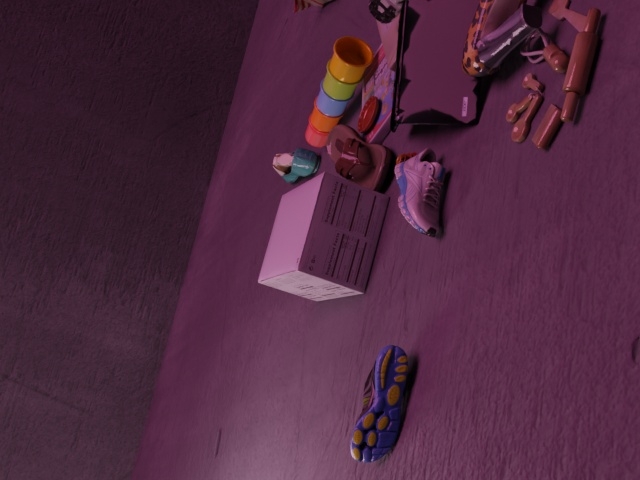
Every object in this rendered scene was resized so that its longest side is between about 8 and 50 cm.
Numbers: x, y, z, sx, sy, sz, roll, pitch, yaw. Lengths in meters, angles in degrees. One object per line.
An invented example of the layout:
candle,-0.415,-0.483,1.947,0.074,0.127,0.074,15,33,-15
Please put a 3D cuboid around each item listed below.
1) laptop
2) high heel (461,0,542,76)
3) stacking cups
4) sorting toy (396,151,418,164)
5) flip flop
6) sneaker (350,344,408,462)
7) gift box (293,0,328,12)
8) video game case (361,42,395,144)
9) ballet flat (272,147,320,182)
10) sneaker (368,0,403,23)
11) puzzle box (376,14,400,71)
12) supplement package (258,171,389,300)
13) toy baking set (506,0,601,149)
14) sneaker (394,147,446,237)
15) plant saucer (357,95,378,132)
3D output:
laptop,0.205,-0.315,1.559,0.264,0.137,0.234,-37,-48,-87
high heel,0.279,-0.395,1.383,0.186,0.093,0.261,142,140,-60
stacking cups,0.039,-0.343,2.082,0.316,0.096,0.096,114,166,-56
sorting toy,0.164,-0.135,1.584,0.061,0.042,0.102,-71,18,-1
flip flop,0.064,-0.173,1.812,0.277,0.080,0.112,50,124,54
sneaker,0.096,0.257,1.367,0.078,0.067,0.188,75,-150,-83
gift box,-0.051,-0.848,2.632,0.276,0.255,0.258,-64,19,0
video game case,0.145,-0.342,1.889,0.204,0.025,0.285,-53,25,44
ballet flat,-0.078,-0.207,2.310,0.247,0.087,0.083,175,112,-71
sneaker,0.170,-0.504,1.652,0.106,0.078,0.234,-47,3,-21
puzzle box,0.211,-0.546,1.811,0.272,0.052,0.409,-54,25,32
supplement package,0.000,0.000,1.765,0.262,0.145,0.204,-18,54,68
toy baking set,0.325,-0.249,1.240,0.197,0.030,0.256,-177,105,-72
sneaker,0.177,-0.088,1.463,0.083,0.071,0.190,-40,37,28
plant saucer,0.104,-0.269,1.870,0.083,0.013,0.083,-55,24,39
